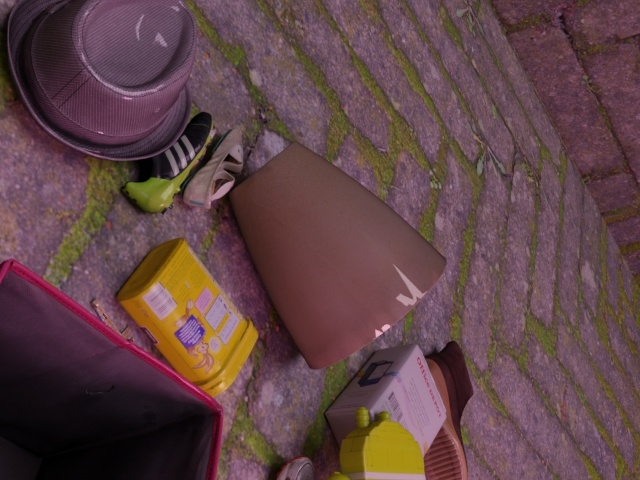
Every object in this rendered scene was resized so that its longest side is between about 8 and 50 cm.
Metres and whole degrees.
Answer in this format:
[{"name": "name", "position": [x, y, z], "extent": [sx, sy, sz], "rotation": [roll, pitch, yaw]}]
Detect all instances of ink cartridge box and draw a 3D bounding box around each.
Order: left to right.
[{"name": "ink cartridge box", "position": [0.115, 0.291, 1.340], "extent": [0.212, 0.093, 0.154], "rotation": [-40, 111, -52]}]

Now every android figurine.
[{"name": "android figurine", "position": [0.091, 0.374, 1.146], "extent": [0.248, 0.056, 0.273], "rotation": [20, 57, -51]}]

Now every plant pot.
[{"name": "plant pot", "position": [0.000, 0.000, 1.182], "extent": [0.274, 0.256, 0.256], "rotation": [52, 37, -5]}]

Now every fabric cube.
[{"name": "fabric cube", "position": [-0.268, 0.214, 0.632], "extent": [0.259, 0.258, 0.254], "rotation": [45, 36, -37]}]

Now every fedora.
[{"name": "fedora", "position": [-0.234, -0.227, 0.970], "extent": [0.244, 0.124, 0.275], "rotation": [56, 41, -9]}]

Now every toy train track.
[{"name": "toy train track", "position": [-0.243, 0.103, 0.956], "extent": [0.083, 0.014, 0.048], "rotation": [61, 36, -20]}]

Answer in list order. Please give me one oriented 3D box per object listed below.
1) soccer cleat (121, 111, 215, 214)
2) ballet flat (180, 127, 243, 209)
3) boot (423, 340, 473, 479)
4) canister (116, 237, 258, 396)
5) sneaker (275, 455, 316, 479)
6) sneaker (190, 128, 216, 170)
[{"name": "soccer cleat", "position": [-0.197, -0.115, 1.063], "extent": [0.072, 0.060, 0.179], "rotation": [37, 54, -20]}, {"name": "ballet flat", "position": [-0.139, -0.098, 1.149], "extent": [0.057, 0.052, 0.168], "rotation": [99, 16, -46]}, {"name": "boot", "position": [0.253, 0.329, 1.528], "extent": [0.207, 0.090, 0.248], "rotation": [-19, 90, -55]}, {"name": "canister", "position": [-0.166, 0.096, 1.021], "extent": [0.170, 0.073, 0.126], "rotation": [56, 37, -24]}, {"name": "sneaker", "position": [-0.008, 0.410, 1.110], "extent": [0.088, 0.092, 0.225], "rotation": [7, 70, -54]}, {"name": "sneaker", "position": [-0.179, -0.134, 1.139], "extent": [0.037, 0.032, 0.083], "rotation": [31, 52, -17]}]
